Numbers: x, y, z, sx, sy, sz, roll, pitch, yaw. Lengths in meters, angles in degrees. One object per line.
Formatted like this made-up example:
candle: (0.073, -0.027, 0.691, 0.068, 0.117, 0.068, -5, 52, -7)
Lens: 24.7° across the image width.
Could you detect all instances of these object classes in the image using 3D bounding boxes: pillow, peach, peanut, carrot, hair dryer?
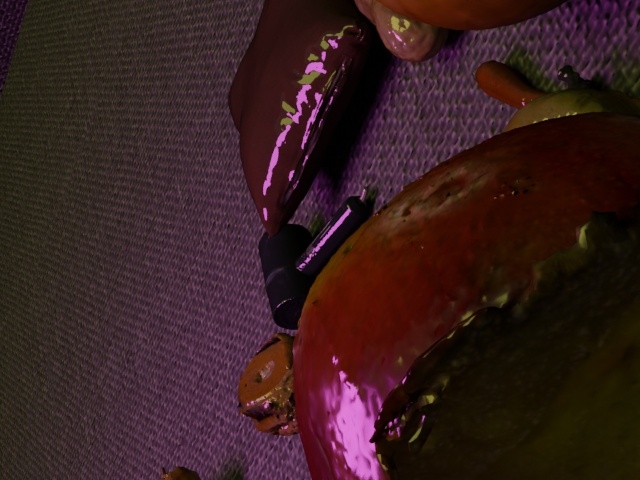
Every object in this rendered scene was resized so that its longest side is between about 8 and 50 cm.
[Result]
pillow: (-0.032, -0.210, 1.820, 0.305, 0.108, 0.308, -108, 35, -51)
peach: (0.167, 0.080, 1.048, 0.416, 0.339, 0.353, -21, 57, 54)
peanut: (0.087, -0.273, 1.612, 0.214, 0.099, 0.099, 60, 138, 44)
carrot: (0.191, -0.147, 1.420, 0.142, 0.035, 0.035, 39, 120, 54)
hair dryer: (0.000, 0.000, 1.772, 0.219, 0.071, 0.124, -50, 40, 41)

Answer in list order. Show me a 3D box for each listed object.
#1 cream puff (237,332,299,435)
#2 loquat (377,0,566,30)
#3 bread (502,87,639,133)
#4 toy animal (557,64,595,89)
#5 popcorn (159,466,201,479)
cream puff: (-0.037, 0.180, 1.754, 0.119, 0.104, 0.133, -53, 31, -10)
loquat: (0.118, -0.354, 1.252, 0.328, 0.359, 0.328, -51, 29, 43)
bread: (0.214, -0.068, 1.256, 0.125, 0.086, 0.156, 49, 128, 29)
toy animal: (0.215, -0.089, 1.333, 0.135, 0.047, 0.065, -58, 43, 34)
popcorn: (-0.196, 0.419, 1.983, 0.169, 0.218, 0.189, 57, -144, -51)
